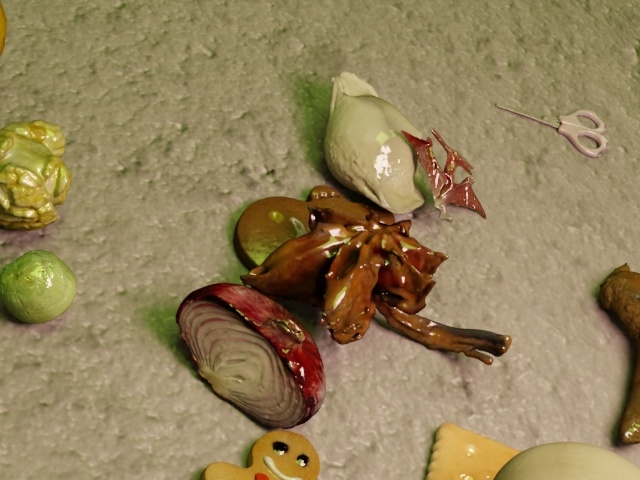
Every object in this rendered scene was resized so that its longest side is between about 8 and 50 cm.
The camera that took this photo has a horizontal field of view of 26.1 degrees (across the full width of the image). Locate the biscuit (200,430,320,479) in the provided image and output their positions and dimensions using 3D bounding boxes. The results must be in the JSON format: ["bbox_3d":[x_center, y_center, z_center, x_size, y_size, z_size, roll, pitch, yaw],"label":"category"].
[{"bbox_3d":[-0.068,0.307,1.557,0.158,0.035,0.240,28,48,-1],"label":"biscuit"}]

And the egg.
[{"bbox_3d":[0.296,0.345,1.518,0.269,0.219,0.219,45,48,-8],"label":"egg"}]

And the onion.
[{"bbox_3d":[-0.064,0.121,1.646,0.206,0.151,0.098,50,36,1],"label":"onion"}]

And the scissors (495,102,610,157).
[{"bbox_3d":[0.361,-0.184,2.147,0.189,0.015,0.100,15,47,-7],"label":"scissors"}]

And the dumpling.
[{"bbox_3d":[0.088,-0.125,1.929,0.166,0.126,0.216,12,24,-48],"label":"dumpling"}]

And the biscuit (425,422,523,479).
[{"bbox_3d":[0.246,0.321,1.670,0.249,0.030,0.160,22,48,-3],"label":"biscuit"}]

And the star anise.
[{"bbox_3d":[0.079,0.065,1.721,0.346,0.148,0.237,22,34,-9],"label":"star anise"}]

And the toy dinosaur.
[{"bbox_3d":[0.172,-0.084,1.906,0.220,0.032,0.108,41,60,-42],"label":"toy dinosaur"}]

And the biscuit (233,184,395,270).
[{"bbox_3d":[0.000,0.000,1.837,0.236,0.039,0.180,-3,55,-21],"label":"biscuit"}]

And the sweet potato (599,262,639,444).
[{"bbox_3d":[0.447,0.145,1.854,0.124,0.098,0.310,-1,52,4],"label":"sweet potato"}]

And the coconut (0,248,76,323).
[{"bbox_3d":[-0.332,0.056,1.628,0.087,0.096,0.088,-8,58,12],"label":"coconut"}]

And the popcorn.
[{"bbox_3d":[-0.373,-0.073,1.686,0.162,0.141,0.136,-30,105,-16],"label":"popcorn"}]

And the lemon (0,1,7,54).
[{"bbox_3d":[-0.505,-0.278,1.759,0.231,0.192,0.192,43,50,14],"label":"lemon"}]
